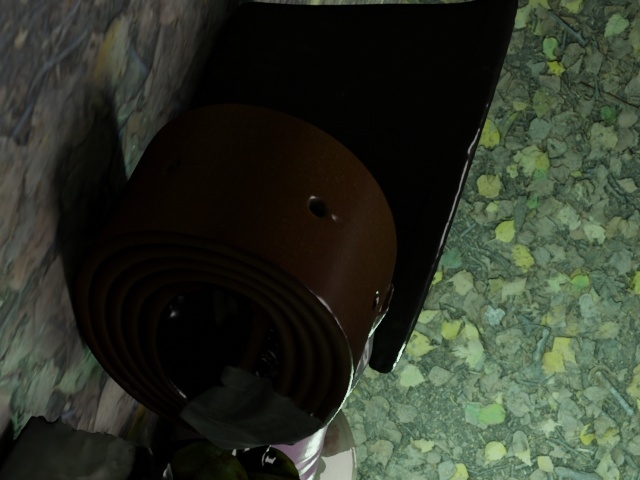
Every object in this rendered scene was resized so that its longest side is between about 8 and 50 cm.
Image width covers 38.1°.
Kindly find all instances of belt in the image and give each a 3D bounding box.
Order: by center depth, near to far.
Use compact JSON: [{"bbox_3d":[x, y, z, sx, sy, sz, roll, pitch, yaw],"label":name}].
[{"bbox_3d":[-0.060,0.045,0.693,0.339,0.217,0.122,107,3,-58],"label":"belt"}]

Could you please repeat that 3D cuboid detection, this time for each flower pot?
[{"bbox_3d":[0.012,-0.080,0.887,0.379,0.251,0.379,19,90,-88],"label":"flower pot"}]

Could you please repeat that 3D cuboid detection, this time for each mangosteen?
[{"bbox_3d":[-0.120,0.308,1.009,0.243,0.242,0.243,18,90,-86],"label":"mangosteen"}]

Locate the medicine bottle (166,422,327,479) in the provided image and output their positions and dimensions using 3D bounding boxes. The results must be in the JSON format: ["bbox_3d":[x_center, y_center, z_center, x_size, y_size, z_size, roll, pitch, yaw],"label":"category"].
[{"bbox_3d":[-0.108,0.299,1.235,0.202,0.202,0.316,-64,171,-63],"label":"medicine bottle"}]

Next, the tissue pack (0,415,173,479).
[{"bbox_3d":[-0.200,0.308,0.643,0.245,0.123,0.332,-71,176,-46],"label":"tissue pack"}]

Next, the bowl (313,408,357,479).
[{"bbox_3d":[-0.093,0.349,1.463,0.145,0.277,0.277,-8,120,-55],"label":"bowl"}]
